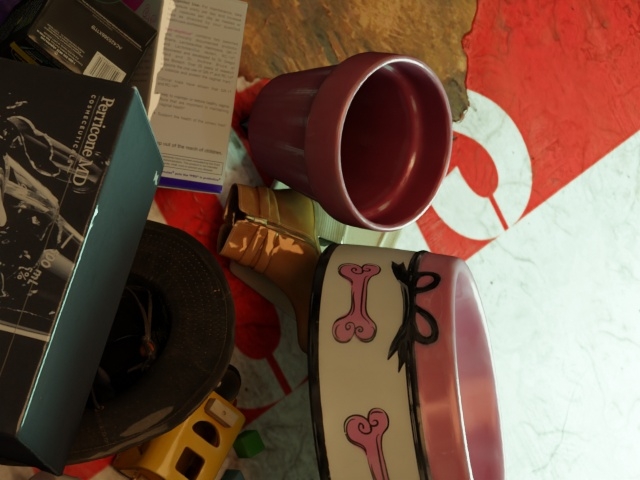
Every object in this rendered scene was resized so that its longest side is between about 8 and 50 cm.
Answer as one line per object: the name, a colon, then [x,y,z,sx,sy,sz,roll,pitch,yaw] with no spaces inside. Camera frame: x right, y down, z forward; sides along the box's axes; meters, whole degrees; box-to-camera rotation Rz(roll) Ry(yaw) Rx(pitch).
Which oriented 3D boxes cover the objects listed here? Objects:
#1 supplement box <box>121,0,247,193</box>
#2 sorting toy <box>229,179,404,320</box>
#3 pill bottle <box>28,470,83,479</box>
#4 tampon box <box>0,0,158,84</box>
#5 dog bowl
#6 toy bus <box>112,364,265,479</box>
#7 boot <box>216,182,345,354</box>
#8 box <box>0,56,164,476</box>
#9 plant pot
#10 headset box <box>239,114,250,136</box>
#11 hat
supplement box: [-0.168,-0.169,1.565,0.114,0.111,0.220,6,92,-34]
sorting toy: [0.000,0.000,1.731,0.193,0.038,0.208,38,68,-24]
pill bottle: [-0.186,0.348,1.462,0.283,0.161,0.161,26,68,-28]
tampon box: [-0.275,-0.201,1.492,0.120,0.161,0.101,37,63,-23]
dog bowl: [0.111,0.194,1.562,0.408,0.150,0.408,-9,90,-77]
toy bus: [-0.137,0.199,1.555,0.191,0.104,0.202,-11,89,-36]
boot: [-0.051,0.033,1.633,0.152,0.073,0.197,15,66,-31]
box: [-0.351,0.006,1.304,0.312,0.179,0.343,13,70,7]
plant pot: [0.022,-0.121,1.604,0.201,0.180,0.201,-15,110,-45]
headset box: [-0.049,-0.159,1.703,0.083,0.062,0.032,-41,106,-33]
hat: [-0.246,0.130,1.462,0.331,0.331,0.134,-51,155,-30]
